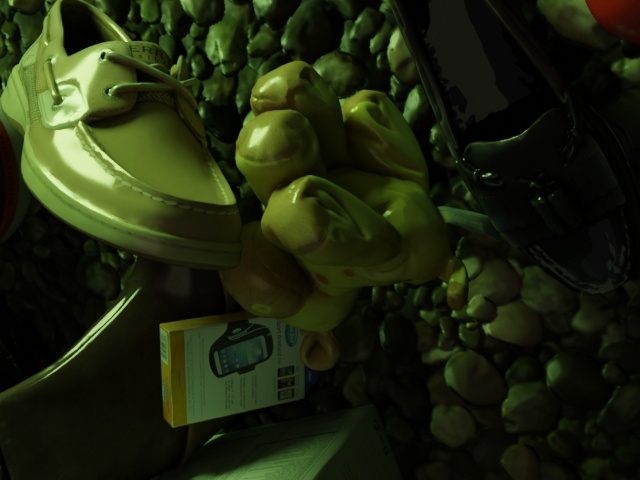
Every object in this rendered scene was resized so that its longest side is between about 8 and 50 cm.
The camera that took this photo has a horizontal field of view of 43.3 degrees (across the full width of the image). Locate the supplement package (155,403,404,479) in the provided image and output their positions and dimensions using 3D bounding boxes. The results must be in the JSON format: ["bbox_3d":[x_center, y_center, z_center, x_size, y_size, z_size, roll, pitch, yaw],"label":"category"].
[{"bbox_3d":[-0.053,0.286,0.630,0.198,0.263,0.199,-18,96,28],"label":"supplement package"}]

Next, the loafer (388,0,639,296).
[{"bbox_3d":[0.117,-0.088,0.537,0.109,0.095,0.302,-28,92,29],"label":"loafer"}]

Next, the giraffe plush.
[{"bbox_3d":[0.000,0.000,0.602,0.210,0.181,0.170,30,133,-24],"label":"giraffe plush"}]

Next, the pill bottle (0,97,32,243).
[{"bbox_3d":[-0.410,-0.040,0.664,0.182,0.323,0.181,7,108,22],"label":"pill bottle"}]

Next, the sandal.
[{"bbox_3d":[-0.307,0.138,0.836,0.067,0.040,0.179,-29,106,34],"label":"sandal"}]

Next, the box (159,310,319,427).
[{"bbox_3d":[-0.064,0.100,0.671,0.028,0.136,0.081,18,111,57],"label":"box"}]

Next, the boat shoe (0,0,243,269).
[{"bbox_3d":[-0.149,-0.092,0.581,0.341,0.122,0.110,41,112,44],"label":"boat shoe"}]

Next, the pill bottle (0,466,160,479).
[{"bbox_3d":[-0.221,0.264,0.763,0.153,0.153,0.264,-10,101,27],"label":"pill bottle"}]

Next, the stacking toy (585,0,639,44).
[{"bbox_3d":[0.132,-0.260,0.467,0.141,0.141,0.330,-35,93,29],"label":"stacking toy"}]

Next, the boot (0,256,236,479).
[{"bbox_3d":[-0.169,0.092,0.654,0.090,0.207,0.248,11,114,45],"label":"boot"}]
